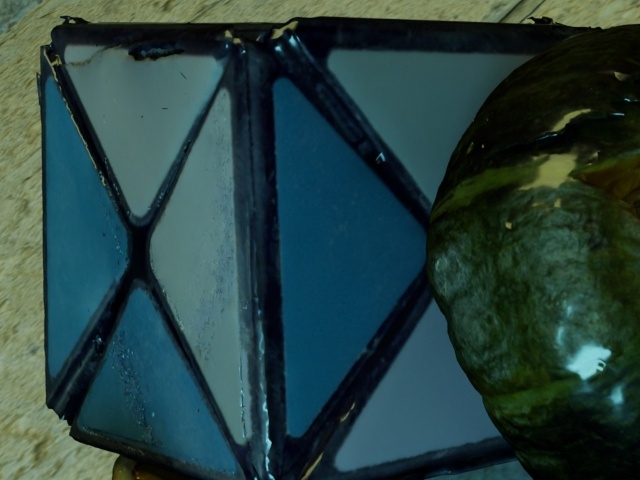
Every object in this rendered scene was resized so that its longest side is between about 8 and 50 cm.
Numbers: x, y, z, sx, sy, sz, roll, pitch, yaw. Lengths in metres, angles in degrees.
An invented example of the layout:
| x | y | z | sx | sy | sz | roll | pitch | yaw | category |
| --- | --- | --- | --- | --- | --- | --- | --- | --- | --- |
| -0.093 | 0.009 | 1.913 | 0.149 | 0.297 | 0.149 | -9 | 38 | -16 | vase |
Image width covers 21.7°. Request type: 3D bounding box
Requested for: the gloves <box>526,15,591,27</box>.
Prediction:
| x | y | z | sx | sy | sz | roll | pitch | yaw | category |
| --- | --- | --- | --- | --- | --- | --- | --- | --- | --- |
| 0.203 | -0.083 | 1.378 | 0.210 | 0.135 | 0.312 | -32 | 27 | -15 | gloves |

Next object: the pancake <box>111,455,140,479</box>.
| x | y | z | sx | sy | sz | roll | pitch | yaw | category |
| --- | --- | --- | --- | --- | --- | --- | --- | --- | --- |
| -0.142 | 0.225 | 1.217 | 0.028 | 0.158 | 0.158 | 6 | 32 | 2 | pancake |

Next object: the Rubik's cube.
| x | y | z | sx | sy | sz | roll | pitch | yaw | category |
| --- | --- | --- | --- | --- | --- | --- | --- | --- | --- |
| 0.000 | 0.000 | 1.154 | 0.310 | 0.305 | 0.307 | -3 | 7 | -37 | Rubik's cube |

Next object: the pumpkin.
| x | y | z | sx | sy | sz | roll | pitch | yaw | category |
| --- | --- | --- | --- | --- | --- | --- | --- | --- | --- |
| 0.213 | 0.021 | 0.986 | 0.320 | 0.320 | 0.192 | -48 | 10 | -30 | pumpkin |

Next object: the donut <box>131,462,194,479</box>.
| x | y | z | sx | sy | sz | roll | pitch | yaw | category |
| --- | --- | --- | --- | --- | --- | --- | --- | --- | --- |
| -0.047 | 0.189 | 1.166 | 0.166 | 0.073 | 0.184 | 8 | 9 | 15 | donut |
